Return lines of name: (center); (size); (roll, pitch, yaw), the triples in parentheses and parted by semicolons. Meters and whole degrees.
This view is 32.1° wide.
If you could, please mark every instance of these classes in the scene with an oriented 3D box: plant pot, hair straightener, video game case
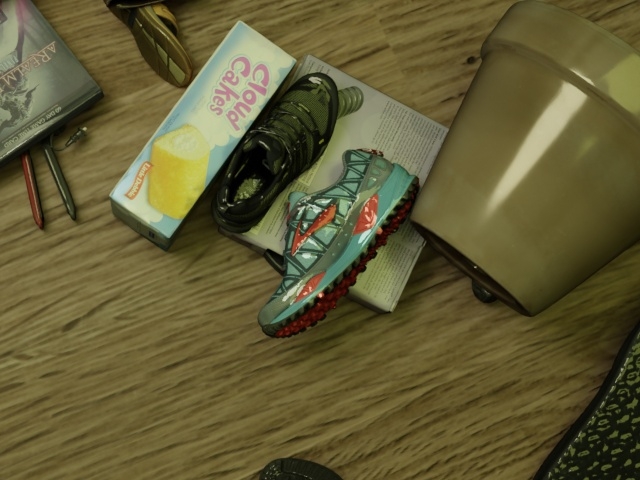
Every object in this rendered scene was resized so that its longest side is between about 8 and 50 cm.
plant pot: (0.266, -0.072, 1.320); (0.323, 0.323, 0.280); (39, 88, -2)
hair straightener: (-0.336, -0.133, 1.391); (0.089, 0.047, 0.231); (-14, 80, -10)
video game case: (-0.425, -0.225, 1.367); (0.196, 0.026, 0.274); (-37, 77, -11)

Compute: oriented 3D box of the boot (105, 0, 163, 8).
boot: (-0.182, -0.404, 1.407); (0.248, 0.090, 0.207); (-16, 80, -17)

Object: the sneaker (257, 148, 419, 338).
sneaker: (0.000, 0.000, 1.341); (0.125, 0.104, 0.262); (37, 77, 15)

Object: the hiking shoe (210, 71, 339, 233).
hiking shoe: (-0.045, -0.108, 1.323); (0.086, 0.114, 0.227); (33, 81, -1)

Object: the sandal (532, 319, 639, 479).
sandal: (0.425, 0.200, 1.439); (0.167, 0.107, 0.446); (42, 91, -3)

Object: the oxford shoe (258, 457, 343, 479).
oxford shoe: (0.025, 0.343, 1.359); (0.227, 0.096, 0.083); (27, 65, 16)

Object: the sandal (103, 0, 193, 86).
sandal: (-0.215, -0.279, 1.417); (0.049, 0.072, 0.180); (-35, 84, -33)

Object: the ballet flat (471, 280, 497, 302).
ballet flat: (0.238, -0.001, 1.451); (0.057, 0.049, 0.173); (15, 80, -6)

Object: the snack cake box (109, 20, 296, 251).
snack cake box: (-0.146, -0.123, 1.358); (0.089, 0.152, 0.264); (35, 80, -3)

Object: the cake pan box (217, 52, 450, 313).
cake pan box: (0.030, -0.066, 1.421); (0.245, 0.070, 0.267); (25, 80, -2)
